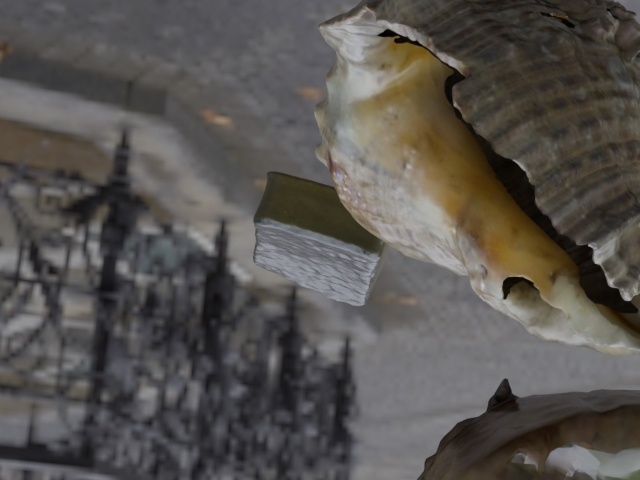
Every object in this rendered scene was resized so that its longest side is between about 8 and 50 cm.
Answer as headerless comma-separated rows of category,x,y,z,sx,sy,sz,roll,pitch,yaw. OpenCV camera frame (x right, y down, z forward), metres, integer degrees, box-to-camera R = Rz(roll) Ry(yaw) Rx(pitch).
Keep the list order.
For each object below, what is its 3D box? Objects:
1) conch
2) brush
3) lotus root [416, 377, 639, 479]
conch,0.083,-0.039,0.763,0.163,0.245,0.178,-48,139,16
brush,0.000,0.000,1.606,0.123,0.059,0.197,20,165,4
lotus root,0.129,0.271,0.878,0.375,0.390,0.111,41,177,-11
